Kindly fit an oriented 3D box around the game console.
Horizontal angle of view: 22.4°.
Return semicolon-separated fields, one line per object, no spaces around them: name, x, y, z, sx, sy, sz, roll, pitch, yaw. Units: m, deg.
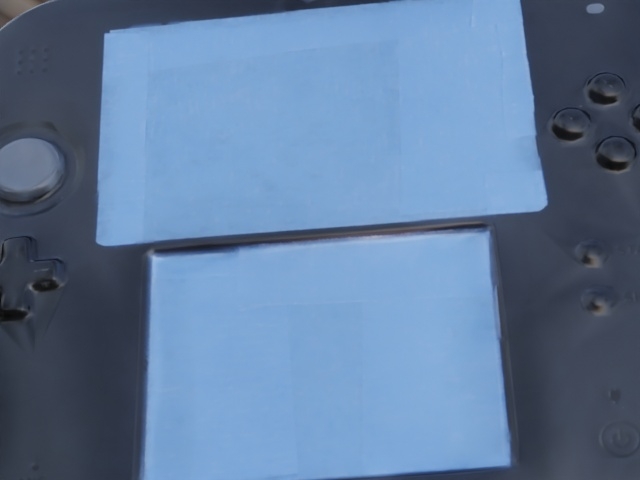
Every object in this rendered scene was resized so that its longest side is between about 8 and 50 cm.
game console;0.000;0.000;0.817;0.387;0.342;0.060;-5;-37;5
